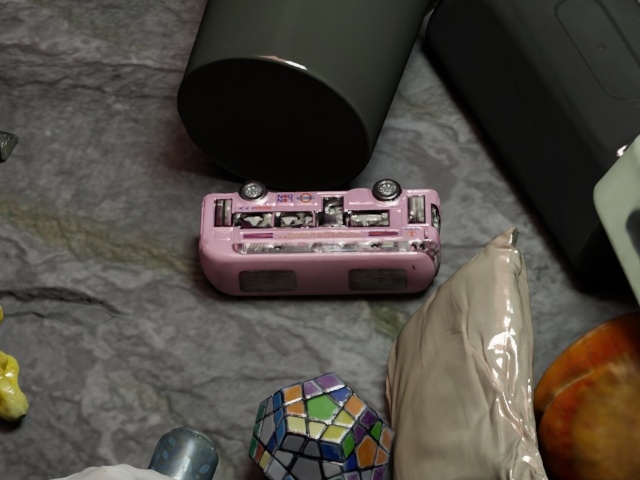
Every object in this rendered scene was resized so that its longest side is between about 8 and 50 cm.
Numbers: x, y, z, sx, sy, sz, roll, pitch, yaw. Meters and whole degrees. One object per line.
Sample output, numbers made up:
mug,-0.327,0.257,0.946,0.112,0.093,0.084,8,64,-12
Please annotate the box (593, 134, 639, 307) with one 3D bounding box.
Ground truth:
box,0.395,0.100,1.425,0.373,0.090,0.367,15,40,-34

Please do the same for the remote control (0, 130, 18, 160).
remote control,-0.317,-0.096,1.779,0.091,0.016,0.034,15,55,14

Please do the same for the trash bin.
trash bin,0.000,-0.224,1.760,0.214,0.214,0.334,13,54,12

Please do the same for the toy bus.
toy bus,0.000,0.000,1.659,0.203,0.063,0.090,-2,52,2

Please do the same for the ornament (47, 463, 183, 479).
ornament,-0.091,0.310,1.216,0.337,0.337,0.337,-1,49,1

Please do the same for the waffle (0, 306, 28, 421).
waffle,-0.392,0.106,1.575,0.301,0.058,0.281,-12,50,-10

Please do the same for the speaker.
speaker,0.244,-0.136,1.692,0.180,0.184,0.388,-17,49,-14

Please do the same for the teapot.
teapot,-0.106,0.190,1.509,0.049,0.063,0.083,-11,43,35

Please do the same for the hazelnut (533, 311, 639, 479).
hazelnut,0.246,0.128,1.473,0.182,0.182,0.182,-1,49,1

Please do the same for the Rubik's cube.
Rubik's cube,0.001,0.153,1.501,0.111,0.111,0.093,10,22,9

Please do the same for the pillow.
pillow,0.109,0.137,1.478,0.067,0.173,0.270,23,42,-26
